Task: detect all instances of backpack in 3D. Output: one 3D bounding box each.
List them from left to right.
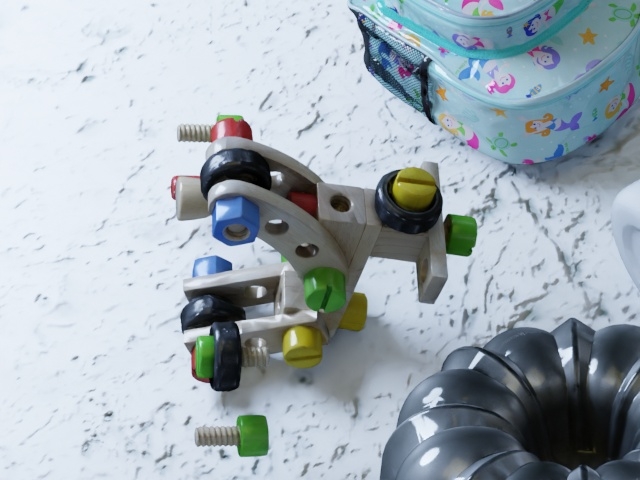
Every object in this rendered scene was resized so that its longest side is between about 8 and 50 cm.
[{"bbox_3d":[0.177,-0.202,1.822,0.225,0.191,0.253,-36,59,-17],"label":"backpack"}]

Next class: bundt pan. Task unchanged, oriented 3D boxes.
[{"bbox_3d":[0.197,0.170,1.491,0.330,0.124,0.331,-4,31,3],"label":"bundt pan"}]

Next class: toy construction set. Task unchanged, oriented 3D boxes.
[{"bbox_3d":[0.000,0.000,1.711,0.237,0.257,0.309,0,27,-10],"label":"toy construction set"}]

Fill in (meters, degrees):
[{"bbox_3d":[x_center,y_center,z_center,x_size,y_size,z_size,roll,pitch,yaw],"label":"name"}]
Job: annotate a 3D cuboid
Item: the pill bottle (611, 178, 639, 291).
[{"bbox_3d":[0.389,-0.036,1.662,0.264,0.146,0.146,-29,52,-11],"label":"pill bottle"}]
